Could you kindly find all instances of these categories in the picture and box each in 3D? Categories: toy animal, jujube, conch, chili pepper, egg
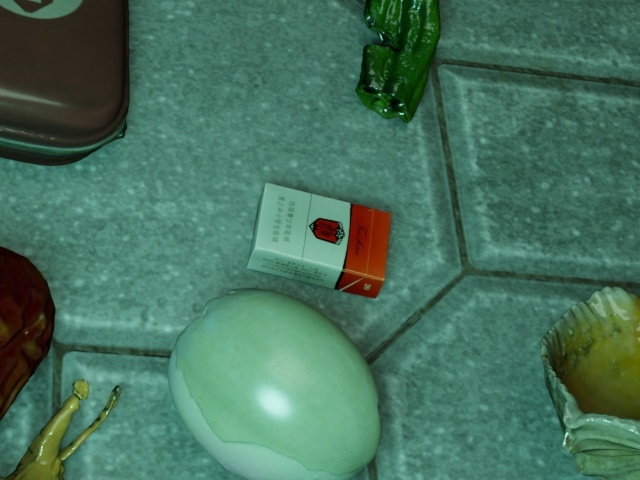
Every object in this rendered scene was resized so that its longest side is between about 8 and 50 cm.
[{"bbox_3d":[-0.271,0.228,1.554,0.255,0.116,0.114,-36,92,-42],"label":"toy animal"},{"bbox_3d":[-0.362,0.106,1.556,0.174,0.174,0.250,34,49,8],"label":"jujube"},{"bbox_3d":[0.370,0.192,1.722,0.297,0.210,0.352,6,20,-12],"label":"conch"},{"bbox_3d":[0.100,-0.260,2.038,0.099,0.083,0.253,12,57,-8],"label":"chili pepper"},{"bbox_3d":[-0.038,0.157,1.612,0.217,0.183,0.183,40,52,24],"label":"egg"}]

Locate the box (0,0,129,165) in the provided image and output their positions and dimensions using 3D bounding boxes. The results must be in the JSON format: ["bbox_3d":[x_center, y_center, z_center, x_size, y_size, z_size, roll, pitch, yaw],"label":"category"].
[{"bbox_3d":[-0.347,-0.266,1.861,0.263,0.108,0.404,10,51,-22],"label":"box"}]

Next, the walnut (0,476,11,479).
[{"bbox_3d":[-0.329,0.322,1.343,0.277,0.253,0.282,36,41,-15],"label":"walnut"}]

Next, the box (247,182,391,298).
[{"bbox_3d":[0.000,0.000,1.833,0.152,0.048,0.100,15,53,-10],"label":"box"}]
